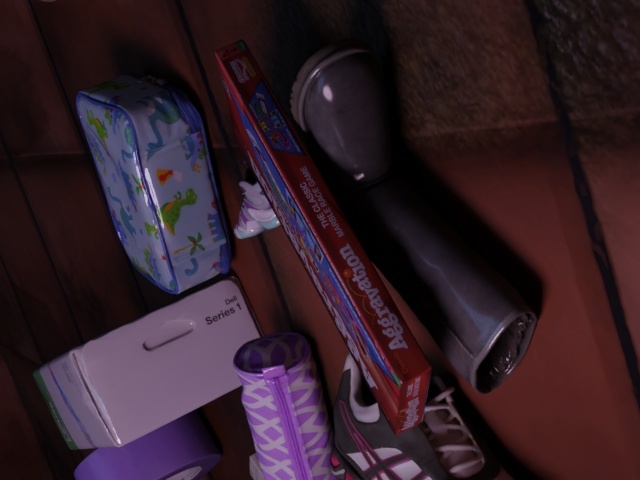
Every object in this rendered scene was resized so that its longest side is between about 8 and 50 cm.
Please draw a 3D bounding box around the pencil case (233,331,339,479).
[{"bbox_3d":[-0.029,0.194,1.106,0.088,0.086,0.206,-84,-19,-66],"label":"pencil case"}]

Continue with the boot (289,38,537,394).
[{"bbox_3d":[0.064,-0.014,0.749,0.208,0.076,0.190,57,169,34],"label":"boot"}]

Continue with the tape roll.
[{"bbox_3d":[-0.236,0.310,1.508,0.080,0.189,0.189,59,155,17],"label":"tape roll"}]

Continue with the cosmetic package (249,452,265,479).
[{"bbox_3d":[-0.024,0.275,1.208,0.115,0.060,0.041,49,152,35],"label":"cosmetic package"}]

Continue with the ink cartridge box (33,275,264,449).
[{"bbox_3d":[-0.200,0.148,1.272,0.117,0.201,0.278,65,155,0],"label":"ink cartridge box"}]

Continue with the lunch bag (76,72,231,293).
[{"bbox_3d":[-0.178,-0.066,1.169,0.176,0.090,0.219,24,133,54],"label":"lunch bag"}]

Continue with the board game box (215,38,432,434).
[{"bbox_3d":[0.000,0.000,0.808,0.281,0.027,0.145,61,172,22],"label":"board game box"}]

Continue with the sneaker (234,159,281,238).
[{"bbox_3d":[-0.061,-0.042,1.023,0.098,0.038,0.069,-19,94,56],"label":"sneaker"}]

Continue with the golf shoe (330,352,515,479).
[{"bbox_3d":[0.087,0.176,0.847,0.273,0.105,0.120,25,127,54],"label":"golf shoe"}]
